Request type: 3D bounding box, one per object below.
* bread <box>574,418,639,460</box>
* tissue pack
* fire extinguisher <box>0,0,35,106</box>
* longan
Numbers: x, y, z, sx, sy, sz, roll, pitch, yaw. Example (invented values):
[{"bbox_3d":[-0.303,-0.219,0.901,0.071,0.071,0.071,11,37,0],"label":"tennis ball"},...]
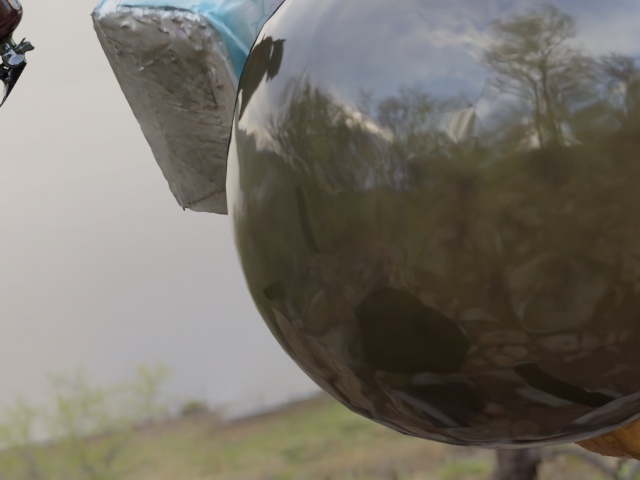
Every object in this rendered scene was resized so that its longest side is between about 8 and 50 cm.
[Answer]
[{"bbox_3d":[0.247,0.091,1.592,0.139,0.229,0.143,-12,-3,-29],"label":"bread"},{"bbox_3d":[-0.029,-0.169,1.392,0.124,0.201,0.271,11,48,31],"label":"tissue pack"},{"bbox_3d":[-0.330,-0.222,1.652,0.099,0.231,0.071,-35,14,-18],"label":"fire extinguisher"},{"bbox_3d":[0.114,-0.046,1.087,0.361,0.361,0.361,-10,9,2],"label":"longan"}]
